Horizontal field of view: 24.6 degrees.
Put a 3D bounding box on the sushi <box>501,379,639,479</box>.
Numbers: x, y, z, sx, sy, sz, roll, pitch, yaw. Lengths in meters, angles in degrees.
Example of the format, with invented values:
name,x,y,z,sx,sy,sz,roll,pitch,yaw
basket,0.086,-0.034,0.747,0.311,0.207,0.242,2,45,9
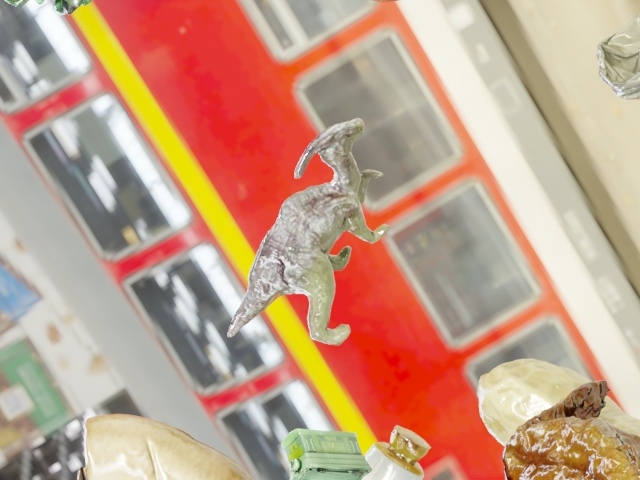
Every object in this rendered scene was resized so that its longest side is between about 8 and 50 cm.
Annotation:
name,x,y,z,sx,sy,sz,roll,pitch,yaw
sushi,0.276,0.260,1.343,0.179,0.167,0.296,22,-166,-32

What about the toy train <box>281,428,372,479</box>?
name,x,y,z,sx,sy,sz,roll,pitch,yaw
toy train,0.005,0.221,1.481,0.093,0.038,0.056,9,-134,-37

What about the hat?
name,x,y,z,sx,sy,sz,roll,pitch,yaw
hat,0.545,-0.242,2.213,0.244,0.149,0.214,42,-138,-16

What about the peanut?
name,x,y,z,sx,sy,sz,roll,pitch,yaw
peanut,0.284,0.219,1.540,0.298,0.120,0.136,34,-172,38

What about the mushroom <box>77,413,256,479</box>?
name,x,y,z,sx,sy,sz,roll,pitch,yaw
mushroom,-0.081,0.256,1.081,0.156,0.151,0.286,136,121,-83

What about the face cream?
name,x,y,z,sx,sy,sz,roll,pitch,yaw
face cream,0.058,0.293,1.636,0.072,0.182,0.051,32,-172,14

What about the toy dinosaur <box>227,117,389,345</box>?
name,x,y,z,sx,sy,sz,roll,pitch,yaw
toy dinosaur,-0.004,-0.004,1.738,0.162,0.294,0.077,19,-178,-40

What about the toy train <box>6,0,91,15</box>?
name,x,y,z,sx,sy,sz,roll,pitch,yaw
toy train,-0.295,-0.399,1.803,0.145,0.266,0.202,40,-155,-23
